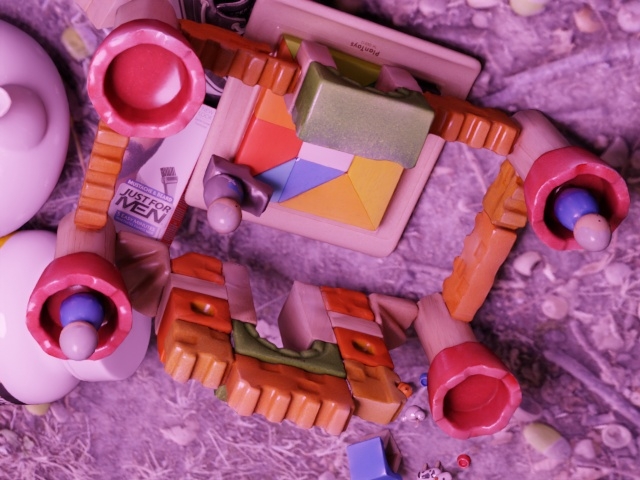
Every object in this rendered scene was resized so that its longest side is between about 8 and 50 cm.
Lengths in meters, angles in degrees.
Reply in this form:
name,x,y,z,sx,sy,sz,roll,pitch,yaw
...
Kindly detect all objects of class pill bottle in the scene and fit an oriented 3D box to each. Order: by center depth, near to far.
name,x,y,z,sx,sy,sz,roll,pitch,yaw
pill bottle,-0.364,0.085,1.130,0.334,0.188,0.187,-4,111,17

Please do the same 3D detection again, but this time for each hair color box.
name,x,y,z,sx,sy,sz,roll,pitch,yaw
hair color box,-0.172,-0.068,1.047,0.093,0.053,0.167,23,87,5

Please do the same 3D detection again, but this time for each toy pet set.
name,x,y,z,sx,sy,sz,roll,pitch,yaw
toy pet set,0.087,0.224,1.132,0.114,0.065,0.122,-21,105,22

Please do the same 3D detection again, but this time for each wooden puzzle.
name,x,y,z,sx,sy,sz,roll,pitch,yaw
wooden puzzle,0.010,-0.096,0.987,0.221,0.044,0.238,15,120,-17

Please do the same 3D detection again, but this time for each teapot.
name,x,y,z,sx,sy,sz,roll,pitch,yaw
teapot,-0.388,-0.115,1.014,0.256,0.187,0.252,-47,68,18

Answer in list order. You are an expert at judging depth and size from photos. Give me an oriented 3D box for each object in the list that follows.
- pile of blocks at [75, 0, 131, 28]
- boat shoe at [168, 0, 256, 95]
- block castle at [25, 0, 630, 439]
name,x,y,z,sx,sy,sz,roll,pitch,yaw
pile of blocks,-0.184,-0.380,0.936,0.149,0.113,0.362,15,114,31
boat shoe,-0.094,-0.213,0.948,0.070,0.077,0.219,18,147,23
block castle,0.000,0.000,0.896,0.453,0.213,0.303,14,116,-18
